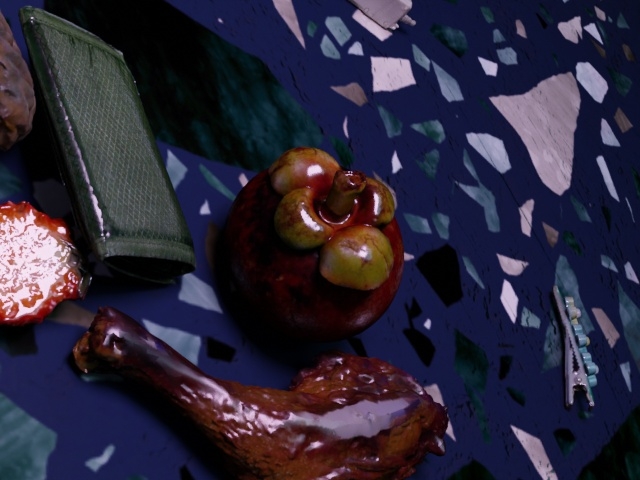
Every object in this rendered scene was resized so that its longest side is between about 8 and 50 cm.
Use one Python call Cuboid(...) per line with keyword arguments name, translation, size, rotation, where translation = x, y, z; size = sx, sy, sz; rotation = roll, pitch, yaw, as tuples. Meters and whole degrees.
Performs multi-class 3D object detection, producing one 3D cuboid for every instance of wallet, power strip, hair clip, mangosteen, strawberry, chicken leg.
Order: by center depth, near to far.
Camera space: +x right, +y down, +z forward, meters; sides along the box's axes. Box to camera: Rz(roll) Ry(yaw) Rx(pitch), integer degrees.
Cuboid(name="strawberry", translation=(-0.254, 0.021, 0.897), size=(0.152, 0.048, 0.103), rotation=(-3, 74, -32))
Cuboid(name="wallet", translation=(-0.189, -0.080, 0.987), size=(0.236, 0.055, 0.160), rotation=(68, 13, 15))
Cuboid(name="chicken leg", translation=(-0.028, 0.154, 1.006), size=(0.407, 0.096, 0.157), rotation=(17, 50, -35))
Cuboid(name="mangosteen", translation=(0.000, 0.000, 1.051), size=(0.200, 0.200, 0.199), rotation=(25, 50, -33))
Cuboid(name="hair clip", translation=(0.320, 0.135, 1.416), size=(0.049, 0.049, 0.172), rotation=(22, 50, -35))
Cuboid(name="power strip", translation=(0.051, -0.323, 1.427), size=(0.191, 0.047, 0.030), rotation=(29, 41, -30))

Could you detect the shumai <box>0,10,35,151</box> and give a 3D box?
Cuboid(name="shumai", translation=(-0.310, -0.143, 0.879), size=(0.153, 0.209, 0.161), rotation=(-31, 66, -17))
